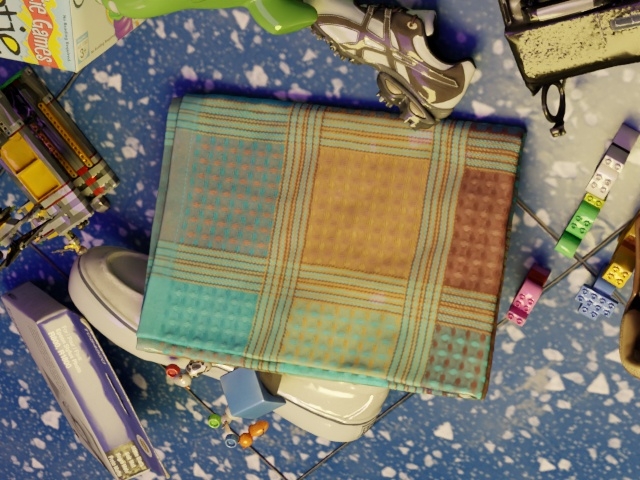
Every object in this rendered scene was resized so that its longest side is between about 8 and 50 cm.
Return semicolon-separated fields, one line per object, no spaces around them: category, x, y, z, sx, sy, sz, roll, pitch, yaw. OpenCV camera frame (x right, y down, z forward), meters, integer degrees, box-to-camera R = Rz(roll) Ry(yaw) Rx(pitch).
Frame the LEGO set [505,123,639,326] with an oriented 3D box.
LEGO set;0.256;0.016;1.310;0.087;0.093;0.227;30;127;6

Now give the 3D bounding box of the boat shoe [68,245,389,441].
boat shoe;-0.086;0.072;1.480;0.367;0.136;0.156;28;127;4

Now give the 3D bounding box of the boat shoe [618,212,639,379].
boat shoe;0.316;0.082;1.255;0.123;0.123;0.342;49;157;38

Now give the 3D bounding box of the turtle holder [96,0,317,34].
turtle holder;-0.061;-0.307;1.184;0.320;0.243;0.227;-27;78;43

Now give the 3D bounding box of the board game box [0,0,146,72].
board game box;-0.329;-0.276;1.375;0.275;0.144;0.142;13;124;19

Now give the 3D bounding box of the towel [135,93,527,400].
towel;0.000;0.000;1.367;0.370;0.040;0.271;7;86;21

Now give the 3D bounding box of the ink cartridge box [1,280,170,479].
ink cartridge box;-0.275;0.166;1.605;0.224;0.045;0.223;17;135;62

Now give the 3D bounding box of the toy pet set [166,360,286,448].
toy pet set;-0.091;0.171;1.438;0.114;0.065;0.122;-27;115;25

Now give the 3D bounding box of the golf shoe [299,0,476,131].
golf shoe;0.058;-0.196;1.298;0.198;0.077;0.094;42;111;-7

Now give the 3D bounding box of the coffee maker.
coffee maker;0.259;-0.191;1.185;0.178;0.120;0.171;-7;139;29

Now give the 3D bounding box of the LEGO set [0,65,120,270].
LEGO set;-0.357;-0.019;1.462;0.255;0.331;0.192;-34;103;15
